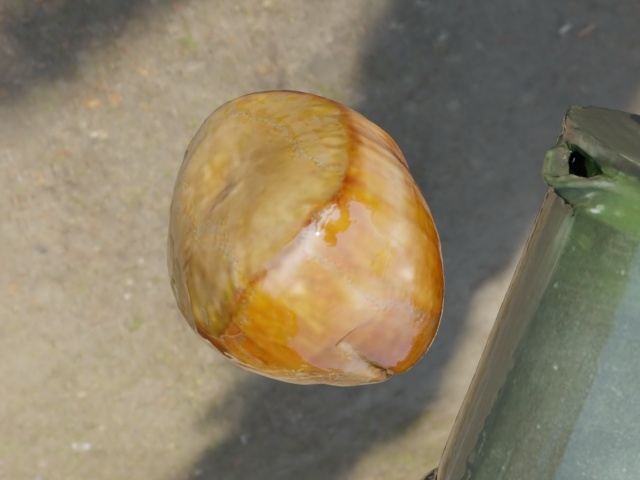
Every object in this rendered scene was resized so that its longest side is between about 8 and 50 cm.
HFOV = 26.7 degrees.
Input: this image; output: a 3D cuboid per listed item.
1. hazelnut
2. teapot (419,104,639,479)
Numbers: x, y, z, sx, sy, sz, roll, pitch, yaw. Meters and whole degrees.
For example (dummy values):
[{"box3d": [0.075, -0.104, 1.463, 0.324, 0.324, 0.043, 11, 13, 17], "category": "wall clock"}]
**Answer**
[{"box3d": [0.000, 0.000, 0.682, 0.150, 0.150, 0.150, -17, 149, -11], "category": "hazelnut"}, {"box3d": [0.218, 0.082, 0.857, 0.270, 0.200, 0.337, 11, 111, -20], "category": "teapot"}]
